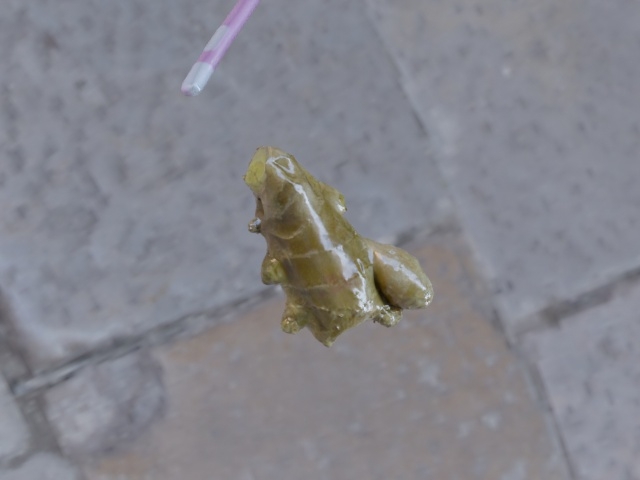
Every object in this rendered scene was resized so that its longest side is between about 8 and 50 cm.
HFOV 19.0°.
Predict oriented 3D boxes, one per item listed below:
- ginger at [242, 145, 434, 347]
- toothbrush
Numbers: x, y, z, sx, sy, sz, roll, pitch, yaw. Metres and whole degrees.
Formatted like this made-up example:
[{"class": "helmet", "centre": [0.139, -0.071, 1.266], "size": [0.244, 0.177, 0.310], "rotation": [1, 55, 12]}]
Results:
[{"class": "ginger", "centre": [-0.004, 0.014, 1.679], "size": [0.205, 0.115, 0.081], "rotation": [44, 26, -5]}, {"class": "toothbrush", "centre": [-0.055, -0.223, 1.682], "size": [0.025, 0.020, 0.286], "rotation": [60, 43, -33]}]
